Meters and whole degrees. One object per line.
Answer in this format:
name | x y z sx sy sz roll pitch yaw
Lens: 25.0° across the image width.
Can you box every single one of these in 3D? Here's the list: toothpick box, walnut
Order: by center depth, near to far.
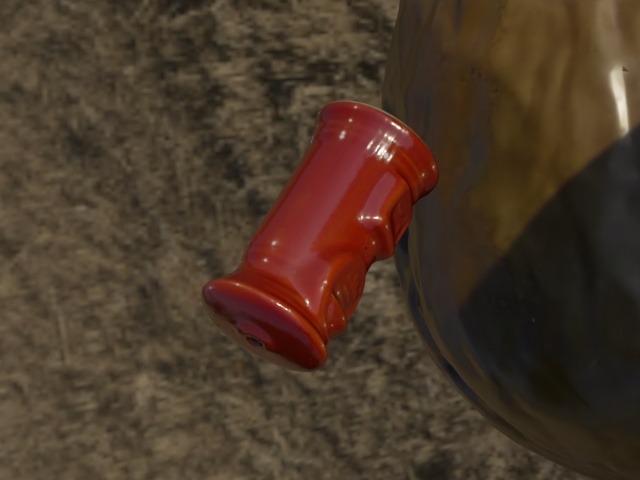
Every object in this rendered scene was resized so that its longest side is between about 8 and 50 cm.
toothpick box | 0.000 0.000 0.466 0.047 0.083 0.047 25 154 14
walnut | 0.189 -0.043 0.886 0.308 0.354 0.398 -10 81 25
